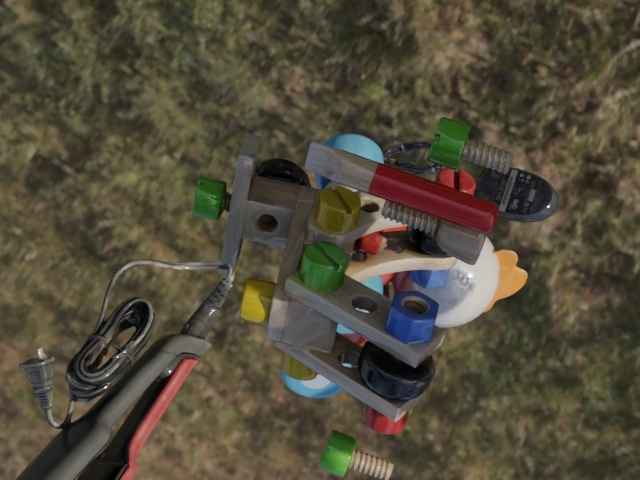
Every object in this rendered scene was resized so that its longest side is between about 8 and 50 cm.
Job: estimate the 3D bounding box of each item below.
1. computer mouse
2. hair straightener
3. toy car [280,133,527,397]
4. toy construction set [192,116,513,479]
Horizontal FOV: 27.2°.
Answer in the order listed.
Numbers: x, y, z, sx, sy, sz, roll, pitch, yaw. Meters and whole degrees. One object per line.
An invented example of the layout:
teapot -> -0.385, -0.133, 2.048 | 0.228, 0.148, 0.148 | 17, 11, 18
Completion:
computer mouse -> 0.196, -0.077, 1.743 | 0.242, 0.071, 0.041 | 19, 165, 15
hair straightener -> -0.122, 0.086, 0.737 | 0.047, 0.230, 0.089 | -2, 133, 47
toy car -> 0.092, 0.042, 1.366 | 0.237, 0.219, 0.210 | 13, 135, -9
toy construction set -> 0.000, 0.000, 1.050 | 0.237, 0.257, 0.309 | 20, 151, 3
